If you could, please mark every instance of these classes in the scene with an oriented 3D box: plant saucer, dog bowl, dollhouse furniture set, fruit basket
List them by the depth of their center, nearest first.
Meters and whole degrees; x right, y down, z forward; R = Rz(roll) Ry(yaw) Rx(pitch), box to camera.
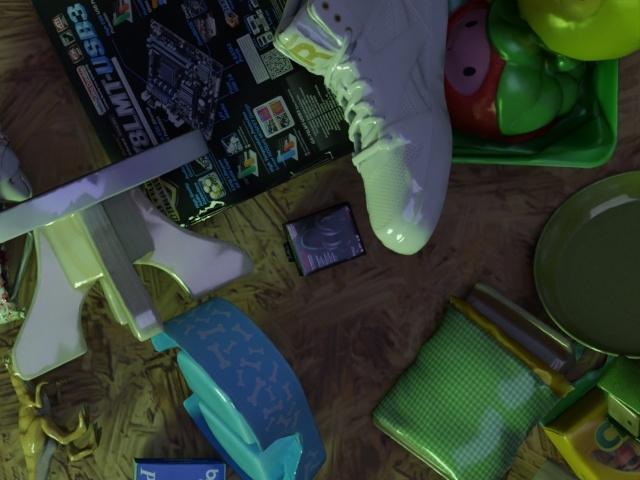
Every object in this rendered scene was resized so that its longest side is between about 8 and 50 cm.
[{"bbox_3d":[0.212,-0.257,1.542,0.282,0.392,0.392,1,90,-10],"label":"fruit basket"},{"bbox_3d":[-0.075,0.164,1.548,0.074,0.297,0.166,-41,58,-15],"label":"dog bowl"},{"bbox_3d":[0.211,0.181,1.593,0.301,0.151,0.198,35,83,20],"label":"dollhouse furniture set"},{"bbox_3d":[0.355,0.031,1.674,0.241,0.037,0.241,-8,55,12],"label":"plant saucer"}]

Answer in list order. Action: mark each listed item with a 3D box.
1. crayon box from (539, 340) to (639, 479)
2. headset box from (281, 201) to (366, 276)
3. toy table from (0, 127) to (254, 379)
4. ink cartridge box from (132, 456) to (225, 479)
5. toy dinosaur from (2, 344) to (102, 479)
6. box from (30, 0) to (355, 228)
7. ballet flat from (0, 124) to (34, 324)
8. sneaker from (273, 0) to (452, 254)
[{"bbox_3d":[0.397,0.237,1.717,0.203,0.083,0.323,-38,96,-7],"label":"crayon box"},{"bbox_3d":[0.000,0.000,1.674,0.083,0.032,0.062,-19,94,-10],"label":"headset box"},{"bbox_3d":[-0.214,0.014,1.504,0.274,0.252,0.161,-24,96,0],"label":"toy table"},{"bbox_3d":[-0.155,0.339,1.644,0.097,0.046,0.207,2,90,-11],"label":"ink cartridge box"},{"bbox_3d":[-0.294,0.215,1.622,0.112,0.064,0.212,-5,82,9],"label":"toy dinosaur"},{"bbox_3d":[-0.113,-0.183,1.560,0.293,0.073,0.296,-24,94,29],"label":"box"},{"bbox_3d":[-0.335,-0.025,1.591,0.077,0.091,0.241,3,99,-2],"label":"ballet flat"},{"bbox_3d":[0.028,-0.135,1.407,0.169,0.108,0.293,17,58,-29],"label":"sneaker"}]
